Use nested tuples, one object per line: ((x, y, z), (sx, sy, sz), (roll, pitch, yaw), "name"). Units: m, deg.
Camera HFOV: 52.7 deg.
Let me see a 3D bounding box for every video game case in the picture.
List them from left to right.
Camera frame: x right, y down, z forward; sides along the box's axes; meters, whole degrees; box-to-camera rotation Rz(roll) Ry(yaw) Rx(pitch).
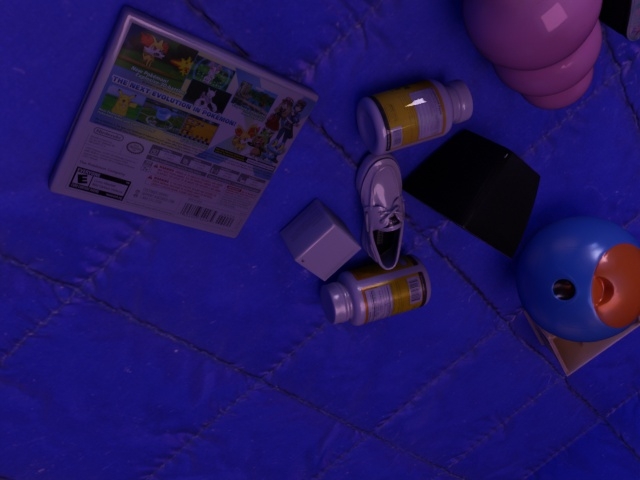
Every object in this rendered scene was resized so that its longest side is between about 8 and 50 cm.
((-0.207, -0.160, 1.008), (0.329, 0.036, 0.300), (16, 119, -36), "video game case")

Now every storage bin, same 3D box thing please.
((0.714, 0.199, 1.749), (0.262, 0.123, 0.260), (-36, 136, 5), "storage bin")

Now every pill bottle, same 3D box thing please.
((0.113, 0.107, 1.350), (0.215, 0.117, 0.117), (-14, 132, -18), "pill bottle")
((0.162, -0.217, 1.109), (0.184, 0.103, 0.103), (-19, 134, -14), "pill bottle")

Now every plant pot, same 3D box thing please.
((0.307, -0.100, 1.244), (0.188, 0.187, 0.167), (27, 99, -41), "plant pot")

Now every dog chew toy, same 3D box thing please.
((0.363, -0.334, 1.061), (0.206, 0.206, 0.332), (-40, 143, 8), "dog chew toy")

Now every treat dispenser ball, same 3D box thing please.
((0.595, 0.087, 1.474), (0.288, 0.288, 0.288), (-15, 133, -17), "treat dispenser ball")

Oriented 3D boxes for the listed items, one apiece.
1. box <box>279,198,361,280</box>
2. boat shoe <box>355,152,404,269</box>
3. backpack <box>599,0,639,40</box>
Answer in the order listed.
((0.000, 0.000, 1.218), (0.101, 0.087, 0.102), (-42, 134, 10), "box")
((0.128, -0.053, 1.244), (0.095, 0.084, 0.258), (-21, 134, -11), "boat shoe")
((0.593, -0.480, 1.065), (0.253, 0.191, 0.225), (-41, 147, -4), "backpack")
